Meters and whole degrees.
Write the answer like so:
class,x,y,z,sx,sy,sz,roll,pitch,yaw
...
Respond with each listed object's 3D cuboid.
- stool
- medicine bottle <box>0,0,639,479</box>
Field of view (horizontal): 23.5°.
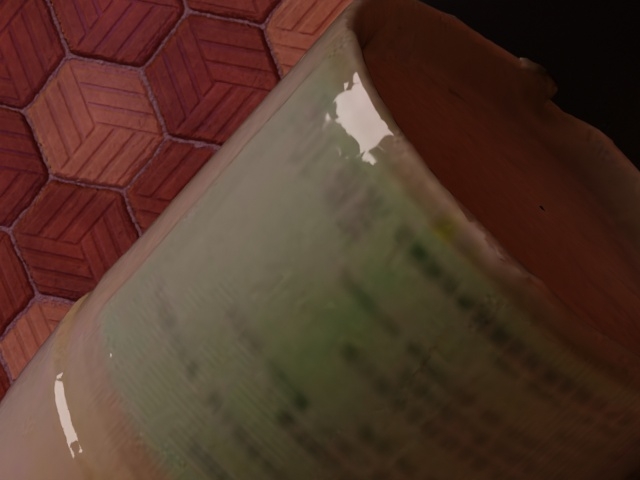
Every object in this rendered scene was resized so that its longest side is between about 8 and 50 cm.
class,x,y,z,sx,sy,sz,roll,pitch,yaw
stool,0.154,-0.121,0.906,0.232,0.232,0.141,-46,7,33
medicine bottle,-0.026,0.106,0.725,0.406,0.236,0.235,-47,8,24
